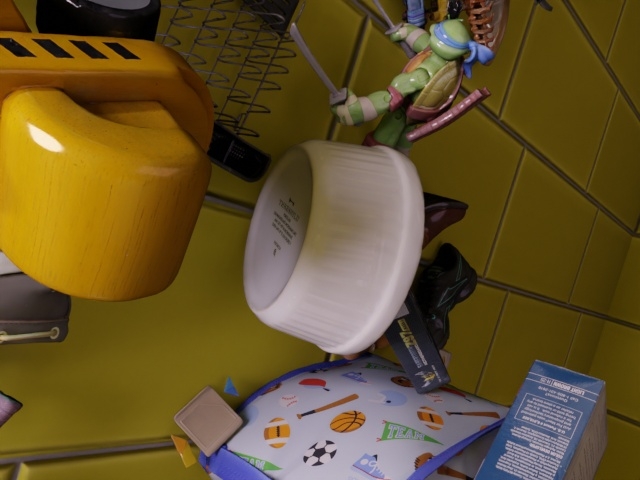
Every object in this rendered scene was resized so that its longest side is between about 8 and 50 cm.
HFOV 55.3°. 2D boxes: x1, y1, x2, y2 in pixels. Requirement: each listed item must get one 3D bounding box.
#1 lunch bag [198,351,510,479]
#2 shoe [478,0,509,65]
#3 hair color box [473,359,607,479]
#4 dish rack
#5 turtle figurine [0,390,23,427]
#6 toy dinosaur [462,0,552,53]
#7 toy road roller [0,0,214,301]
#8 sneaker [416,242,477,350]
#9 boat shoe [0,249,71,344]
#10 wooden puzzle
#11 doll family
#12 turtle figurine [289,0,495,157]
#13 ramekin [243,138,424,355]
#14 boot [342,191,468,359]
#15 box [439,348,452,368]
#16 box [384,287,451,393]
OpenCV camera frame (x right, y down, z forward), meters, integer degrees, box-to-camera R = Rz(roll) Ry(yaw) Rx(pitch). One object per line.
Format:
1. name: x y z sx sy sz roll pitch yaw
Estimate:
1. lunch bag: 0.063 0.333 0.904 0.385 0.328 0.238 2 98 -50
2. shoe: 0.319 -0.435 1.124 0.076 0.058 0.219 -52 154 -74
3. hair color box: 0.276 0.354 0.822 0.347 0.105 0.174 -50 136 -29
4. dish rack: -0.106 -0.226 0.691 0.208 0.074 0.271 29 81 -51
5. turtle figurine: -0.376 0.221 0.523 0.234 0.118 0.175 -60 140 -22
6. toy dinosaur: 0.303 -0.470 1.008 0.164 0.218 0.321 -90 -171 -62
7. toy road roller: -0.227 -0.069 0.439 0.330 0.240 0.202 -14 142 -42
8. sneaker: 0.213 0.117 1.189 0.267 0.101 0.106 -52 127 -34
9. boat shoe: -0.346 0.061 0.477 0.305 0.109 0.091 -6 94 -45
10. wooden puzzle: -0.154 0.246 0.834 0.116 0.078 0.014 -33 171 -31
11. doll family: 0.171 -0.367 0.963 0.193 0.076 0.111 -31 131 -32
12. turtle figurine: 0.078 -0.216 0.857 0.266 0.275 0.197 107 -13 -48
13. ramekin: 0.000 0.000 0.761 0.127 0.273 0.272 14 94 -23
14. boot: 0.153 0.061 1.083 0.264 0.096 0.280 -15 116 -46
15. box: 0.178 0.366 1.252 0.067 0.063 0.324 27 83 -49
16. box: 0.108 0.086 0.892 0.059 0.183 0.232 -23 130 7
